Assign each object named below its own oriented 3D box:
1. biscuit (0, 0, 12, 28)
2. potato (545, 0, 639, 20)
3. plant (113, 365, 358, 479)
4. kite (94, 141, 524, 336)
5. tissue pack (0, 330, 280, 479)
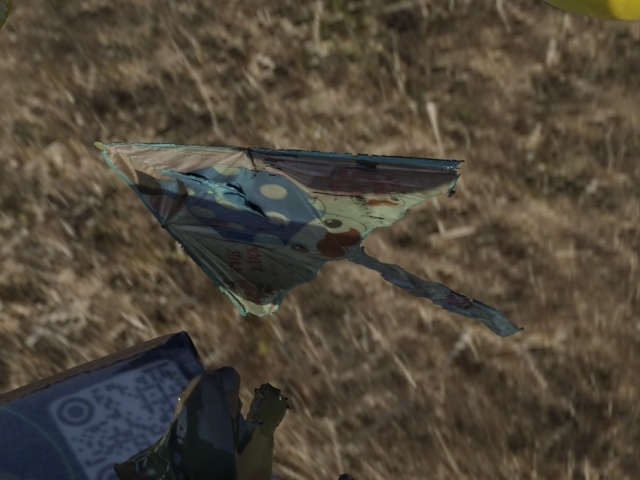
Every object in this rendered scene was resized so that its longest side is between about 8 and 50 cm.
[{"bbox_3d":[-0.107,-0.076,0.443,0.023,0.084,0.084,-29,67,32],"label":"biscuit"},{"bbox_3d":[0.155,-0.228,0.780,0.173,0.300,0.140,5,43,-11],"label":"potato"},{"bbox_3d":[-0.037,0.171,0.905,0.131,0.142,0.203,-6,65,-19],"label":"plant"},{"bbox_3d":[0.000,0.000,1.205,0.314,0.335,0.011,23,66,-18],"label":"kite"},{"bbox_3d":[-0.194,0.240,1.090,0.394,0.124,0.288,-21,57,-23],"label":"tissue pack"}]
